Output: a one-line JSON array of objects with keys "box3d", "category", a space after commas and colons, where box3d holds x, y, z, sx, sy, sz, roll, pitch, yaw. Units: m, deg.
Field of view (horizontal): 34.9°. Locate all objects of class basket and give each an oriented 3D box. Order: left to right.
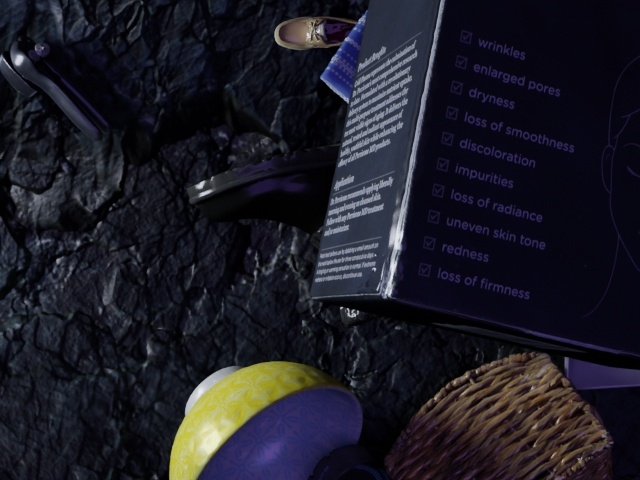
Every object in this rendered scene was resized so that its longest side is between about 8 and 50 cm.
[{"box3d": [0.253, 0.320, 1.490, 0.299, 0.223, 0.213, -35, 62, -2], "category": "basket"}]

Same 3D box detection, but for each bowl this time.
[{"box3d": [-0.101, 0.267, 1.412, 0.289, 0.289, 0.156, -45, 53, -2], "category": "bowl"}]

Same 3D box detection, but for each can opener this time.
[{"box3d": [-0.369, -0.215, 1.445, 0.186, 0.073, 0.059, 40, 50, -8], "category": "can opener"}]

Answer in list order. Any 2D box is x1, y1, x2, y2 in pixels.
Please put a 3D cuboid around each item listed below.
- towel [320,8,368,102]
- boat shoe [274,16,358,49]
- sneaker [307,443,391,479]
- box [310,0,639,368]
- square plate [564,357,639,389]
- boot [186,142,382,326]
[{"box3d": [0.182, -0.280, 1.432, 0.243, 0.040, 0.336, 38, 74, -13], "category": "towel"}, {"box3d": [0.002, -0.302, 1.469, 0.135, 0.045, 0.050, -5, 92, -4], "category": "boat shoe"}, {"box3d": [0.005, 0.457, 1.417, 0.125, 0.139, 0.341, 7, 112, -41], "category": "sneaker"}, {"box3d": [0.287, -0.105, 1.282, 0.479, 0.297, 0.472, 14, 83, -16], "category": "box"}, {"box3d": [0.526, 0.043, 1.523, 0.344, 0.049, 0.347, -1, 92, -5], "category": "square plate"}, {"box3d": [0.001, 0.000, 1.438, 0.348, 0.131, 0.260, -10, 93, -5], "category": "boot"}]
